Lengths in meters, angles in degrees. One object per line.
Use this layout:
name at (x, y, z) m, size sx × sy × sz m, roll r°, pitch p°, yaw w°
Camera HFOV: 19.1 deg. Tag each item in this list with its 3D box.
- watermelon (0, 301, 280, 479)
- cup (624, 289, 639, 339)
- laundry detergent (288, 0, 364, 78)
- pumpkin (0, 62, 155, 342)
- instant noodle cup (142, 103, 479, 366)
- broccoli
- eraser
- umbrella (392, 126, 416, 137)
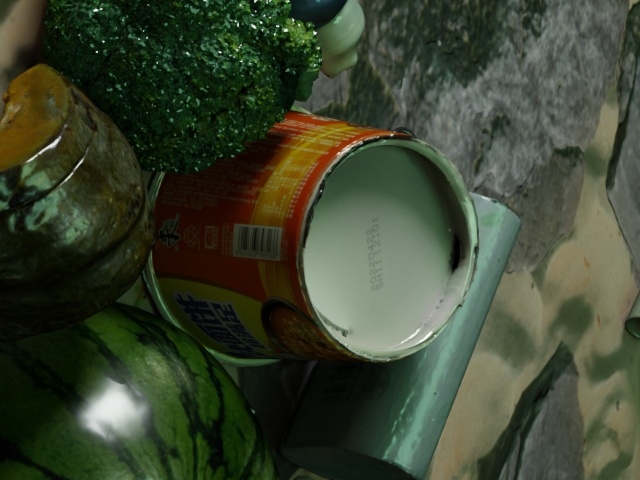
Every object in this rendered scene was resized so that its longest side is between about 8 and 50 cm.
watermelon at (-0.126, 0.213, 1.307) m, size 0.331 × 0.189 × 0.331 m, roll -17°, pitch 114°, yaw -44°
cup at (0.351, 0.064, 1.920) m, size 0.075 × 0.054 × 0.083 m, roll 48°, pitch 59°, yaw -40°
laundry detergent at (-0.053, -0.239, 1.354) m, size 0.094 × 0.143 × 0.290 m, roll -30°, pitch 128°, yaw -1°
pumpkin at (-0.214, 0.000, 1.176) m, size 0.248 × 0.126 × 0.131 m, roll -37°, pitch 136°, yaw -19°
instant noodle cup at (0.000, 0.000, 1.390) m, size 0.213 × 0.174 × 0.213 m, roll -4°, pitch 97°, yaw -37°
broccoli at (-0.097, -0.130, 1.300) m, size 0.195 × 0.195 × 0.156 m, roll 55°, pitch 37°, yaw -38°
eraser at (0.062, 0.077, 1.507) m, size 0.081 × 0.174 × 0.227 m, roll 28°, pitch 73°, yaw -19°
umbrella at (0.002, -0.018, 1.519) m, size 0.269 × 0.044 × 0.044 m, roll -39°, pitch 96°, yaw -37°
